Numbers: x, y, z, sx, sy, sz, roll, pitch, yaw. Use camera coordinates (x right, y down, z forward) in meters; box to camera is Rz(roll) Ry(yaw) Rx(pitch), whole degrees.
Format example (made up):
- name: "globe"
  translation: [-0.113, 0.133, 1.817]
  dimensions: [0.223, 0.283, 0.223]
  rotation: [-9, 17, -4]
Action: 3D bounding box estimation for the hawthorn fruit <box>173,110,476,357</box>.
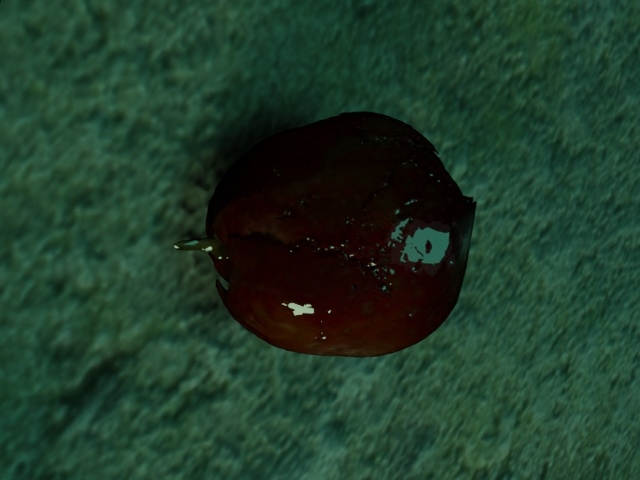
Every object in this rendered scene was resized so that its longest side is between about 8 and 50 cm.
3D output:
- name: "hawthorn fruit"
  translation: [0.000, 0.000, 0.917]
  dimensions: [0.172, 0.148, 0.148]
  rotation: [-11, 115, -21]
